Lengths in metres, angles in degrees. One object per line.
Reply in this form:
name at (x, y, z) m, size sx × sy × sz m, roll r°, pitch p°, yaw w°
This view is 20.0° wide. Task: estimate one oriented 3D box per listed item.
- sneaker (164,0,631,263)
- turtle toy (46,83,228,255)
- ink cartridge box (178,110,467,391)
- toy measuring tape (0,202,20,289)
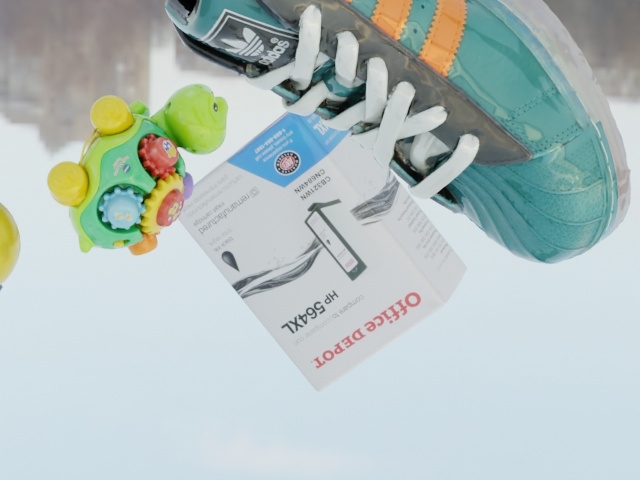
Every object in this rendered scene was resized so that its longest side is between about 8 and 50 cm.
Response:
sneaker at (0.004, -0.094, 0.788) m, size 0.121 × 0.302 × 0.108 m, roll -41°, pitch 180°, yaw -34°
turtle toy at (-0.108, -0.045, 1.118) m, size 0.066 × 0.130 × 0.095 m, roll 27°, pitch 166°, yaw 18°
ink cartridge box at (0.000, 0.000, 1.505) m, size 0.148 × 0.203 × 0.086 m, roll -37°, pitch -175°, yaw 25°
toy measuring tape at (-0.257, -0.023, 0.764) m, size 0.330 × 0.121 × 0.121 m, roll 12°, pitch -167°, yaw 25°
